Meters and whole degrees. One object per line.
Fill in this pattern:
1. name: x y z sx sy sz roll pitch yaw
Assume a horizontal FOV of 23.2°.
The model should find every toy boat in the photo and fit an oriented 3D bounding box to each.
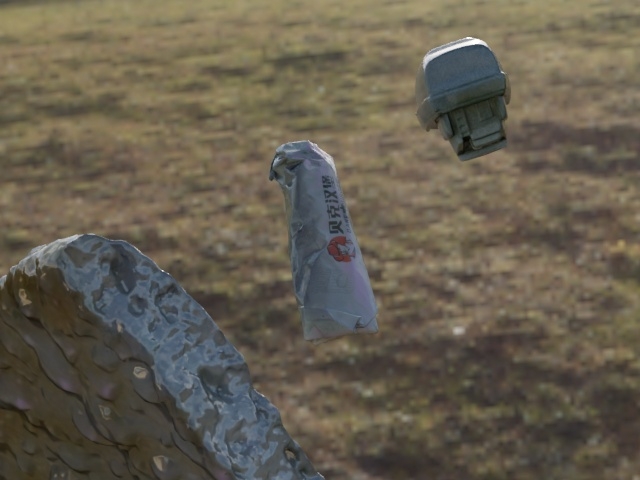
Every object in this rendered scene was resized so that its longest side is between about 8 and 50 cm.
1. toy boat: 0.113 -0.105 1.214 0.078 0.085 0.260 -18 0 4

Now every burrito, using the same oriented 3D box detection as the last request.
1. burrito: -0.001 0.001 1.310 0.064 0.203 0.064 -10 -30 -6

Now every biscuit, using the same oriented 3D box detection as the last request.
1. biscuit: -0.051 0.106 0.571 0.188 0.265 0.040 20 46 30
